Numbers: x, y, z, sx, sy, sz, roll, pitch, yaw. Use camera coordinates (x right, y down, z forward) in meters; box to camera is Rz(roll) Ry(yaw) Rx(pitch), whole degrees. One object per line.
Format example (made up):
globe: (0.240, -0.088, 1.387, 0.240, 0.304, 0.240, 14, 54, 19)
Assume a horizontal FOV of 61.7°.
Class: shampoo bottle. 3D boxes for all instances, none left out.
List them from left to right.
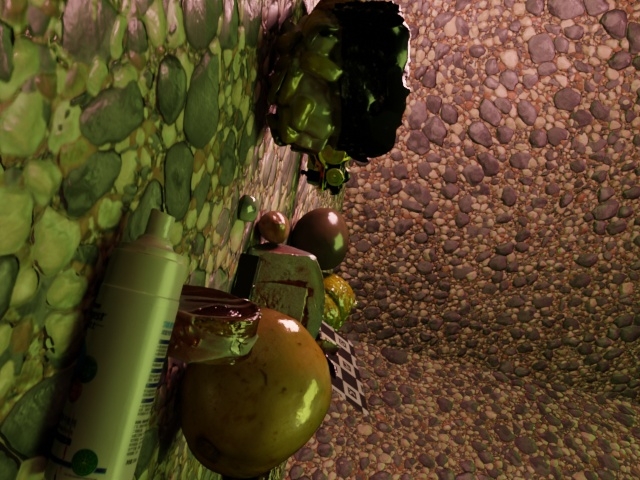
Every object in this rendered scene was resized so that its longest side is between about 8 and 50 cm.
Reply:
shampoo bottle: (-0.216, 0.112, 0.598, 0.092, 0.092, 0.304, 68, 34, -78)

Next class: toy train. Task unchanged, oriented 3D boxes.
toy train: (0.024, -0.293, 1.667, 0.100, 0.160, 0.297, -36, 135, -67)

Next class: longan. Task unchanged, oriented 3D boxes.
longan: (0.000, 0.000, 1.781, 0.197, 0.196, 0.220, -69, 166, -56)

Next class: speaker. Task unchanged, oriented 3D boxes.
speaker: (-0.173, 0.125, 1.177, 0.040, 0.046, 0.191, 74, 28, -74)

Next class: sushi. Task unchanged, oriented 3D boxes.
sushi: (-0.028, 0.312, 1.512, 0.064, 0.343, 0.359, -46, -162, 12)
sushi: (0.027, -0.349, 1.151, 0.328, 0.285, 0.329, 91, -3, -46)

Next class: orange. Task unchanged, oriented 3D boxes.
orange: (-0.026, 0.245, 1.839, 0.301, 0.223, 0.300, -57, 160, 3)

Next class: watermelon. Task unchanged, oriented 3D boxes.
watermelon: (-0.123, 0.119, 1.324, 0.261, 0.201, 0.213, 18, -79, 54)

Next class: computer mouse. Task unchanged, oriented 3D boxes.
computer mouse: (-0.145, -0.066, 1.143, 0.110, 0.032, 0.056, 12, 90, -83)

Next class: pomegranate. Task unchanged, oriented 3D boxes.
pomegranate: (-0.120, 0.271, 0.955, 0.307, 0.307, 0.308, 11, 90, -83)

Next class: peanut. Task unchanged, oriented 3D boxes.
peanut: (-0.111, -0.030, 1.311, 0.152, 0.076, 0.076, 90, 12, -84)

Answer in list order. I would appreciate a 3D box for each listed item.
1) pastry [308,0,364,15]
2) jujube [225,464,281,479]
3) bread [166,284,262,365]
pastry: (0.047, -0.521, 1.355, 0.103, 0.188, 0.189, -65, 166, -44)
jujube: (-0.187, 0.660, 1.495, 0.168, 0.167, 0.237, 21, 76, -83)
bread: (-0.168, 0.119, 0.765, 0.160, 0.160, 0.073, -46, 151, -78)
